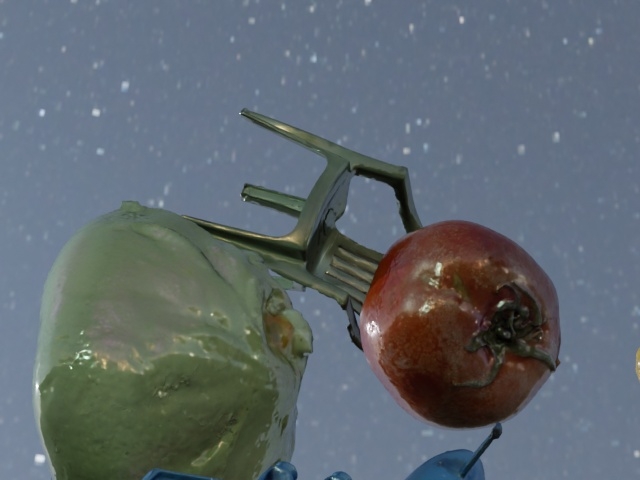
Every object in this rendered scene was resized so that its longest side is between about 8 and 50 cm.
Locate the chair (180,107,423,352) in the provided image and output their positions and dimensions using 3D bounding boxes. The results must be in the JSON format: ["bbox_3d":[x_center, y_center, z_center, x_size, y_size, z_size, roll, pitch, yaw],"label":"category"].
[{"bbox_3d":[0.000,0.000,1.582,0.275,0.203,0.190,20,-30,14],"label":"chair"}]

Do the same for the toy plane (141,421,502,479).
[{"bbox_3d":[0.030,0.177,0.677,0.254,0.271,0.105,37,-49,9],"label":"toy plane"}]

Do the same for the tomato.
[{"bbox_3d":[0.148,0.096,1.457,0.232,0.232,0.189,28,-7,-26],"label":"tomato"}]

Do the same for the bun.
[{"bbox_3d":[-0.088,0.107,0.976,0.179,0.283,0.283,-7,-42,10],"label":"bun"}]

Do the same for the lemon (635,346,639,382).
[{"bbox_3d":[0.487,0.179,1.772,0.114,0.114,0.155,-29,-64,31],"label":"lemon"}]
